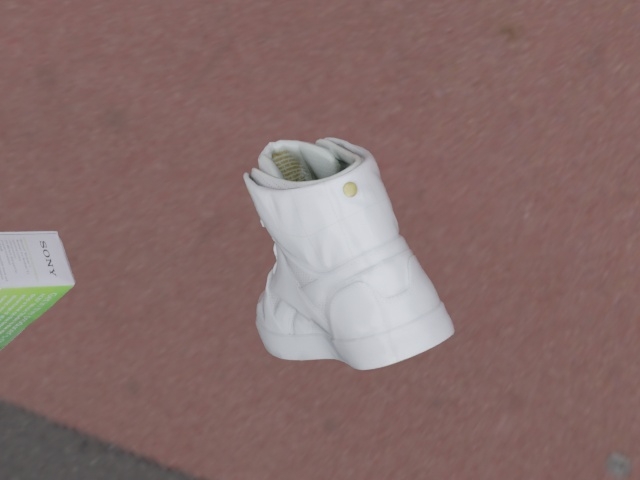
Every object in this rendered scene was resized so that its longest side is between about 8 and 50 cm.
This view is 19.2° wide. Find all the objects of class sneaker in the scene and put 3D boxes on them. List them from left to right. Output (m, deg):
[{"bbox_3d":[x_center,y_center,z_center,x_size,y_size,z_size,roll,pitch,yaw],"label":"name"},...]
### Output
[{"bbox_3d":[0.000,0.000,1.421,0.108,0.292,0.169,-25,97,-18],"label":"sneaker"}]

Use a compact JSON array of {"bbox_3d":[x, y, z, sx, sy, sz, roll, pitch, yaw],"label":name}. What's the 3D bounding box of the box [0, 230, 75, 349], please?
[{"bbox_3d":[-0.386,0.069,1.481,0.232,0.322,0.058,-38,62,41],"label":"box"}]
